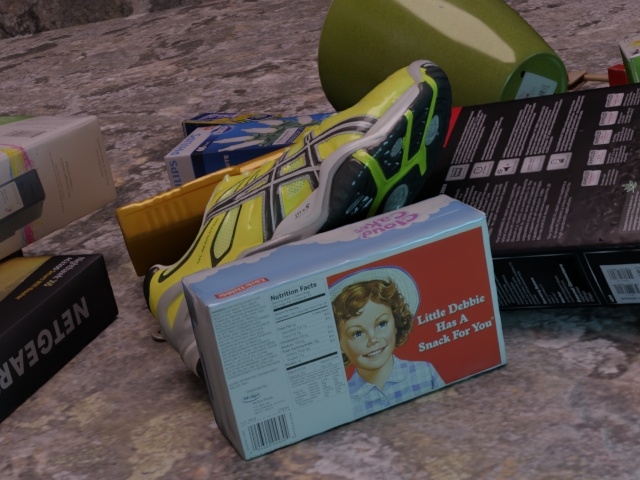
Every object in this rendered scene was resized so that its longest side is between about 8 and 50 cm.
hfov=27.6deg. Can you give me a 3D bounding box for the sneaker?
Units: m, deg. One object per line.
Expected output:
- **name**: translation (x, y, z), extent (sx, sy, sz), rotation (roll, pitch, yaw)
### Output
- **sneaker**: translation (-0.023, -0.042, 1.266), extent (0.147, 0.145, 0.385), rotation (37, 77, 27)

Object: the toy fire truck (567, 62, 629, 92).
- **toy fire truck**: translation (0.368, -0.233, 1.952), extent (0.135, 0.047, 0.192), rotation (-19, 20, -21)

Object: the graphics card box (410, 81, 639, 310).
- **graphics card box**: translation (0.254, -0.045, 1.284), extent (0.370, 0.094, 0.233), rotation (-6, 43, 33)

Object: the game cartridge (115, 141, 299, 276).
- **game cartridge**: translation (-0.068, -0.047, 1.480), extent (0.323, 0.053, 0.285), rotation (-18, -8, -9)

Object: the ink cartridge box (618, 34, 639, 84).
- **ink cartridge box**: translation (0.413, -0.210, 1.727), extent (0.255, 0.097, 0.189), rotation (-15, 12, 12)

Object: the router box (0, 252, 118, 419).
- **router box**: translation (-0.399, 0.112, 1.394), extent (0.242, 0.081, 0.309), rotation (-3, 22, 23)

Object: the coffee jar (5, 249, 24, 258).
- **coffee jar**: translation (-0.464, 0.043, 1.621), extent (0.184, 0.079, 0.096), rotation (-6, 20, 14)

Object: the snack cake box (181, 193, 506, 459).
- **snack cake box**: translation (0.024, 0.072, 1.164), extent (0.264, 0.152, 0.089), rotation (-17, 21, -16)

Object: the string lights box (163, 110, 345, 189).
- **string lights box**: translation (-0.072, -0.117, 1.840), extent (0.259, 0.077, 0.133), rotation (-4, 22, 20)

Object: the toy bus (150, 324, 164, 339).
- **toy bus**: translation (-0.066, 0.037, 1.379), extent (0.202, 0.104, 0.191), rotation (-24, 23, -32)

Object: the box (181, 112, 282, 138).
- **box**: translation (-0.135, -0.163, 2.025), extent (0.168, 0.059, 0.054), rotation (5, 24, 38)

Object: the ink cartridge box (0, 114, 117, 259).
- **ink cartridge box**: translation (-0.439, -0.045, 1.551), extent (0.207, 0.119, 0.353), rotation (3, 22, 33)

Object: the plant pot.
- **plant pot**: translation (0.193, -0.244, 1.823), extent (0.274, 0.275, 0.293), rotation (-24, 37, -31)
